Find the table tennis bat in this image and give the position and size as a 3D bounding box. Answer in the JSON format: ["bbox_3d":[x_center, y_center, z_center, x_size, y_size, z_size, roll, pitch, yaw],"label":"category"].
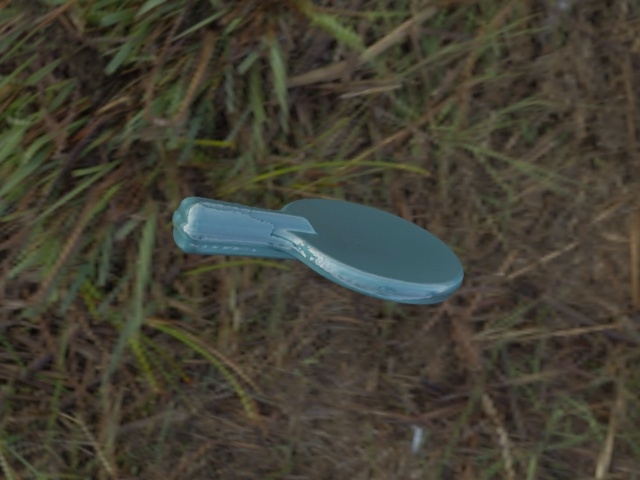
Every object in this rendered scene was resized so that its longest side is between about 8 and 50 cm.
[{"bbox_3d":[0.000,0.000,0.965,0.201,0.124,0.033,7,114,-27],"label":"table tennis bat"}]
